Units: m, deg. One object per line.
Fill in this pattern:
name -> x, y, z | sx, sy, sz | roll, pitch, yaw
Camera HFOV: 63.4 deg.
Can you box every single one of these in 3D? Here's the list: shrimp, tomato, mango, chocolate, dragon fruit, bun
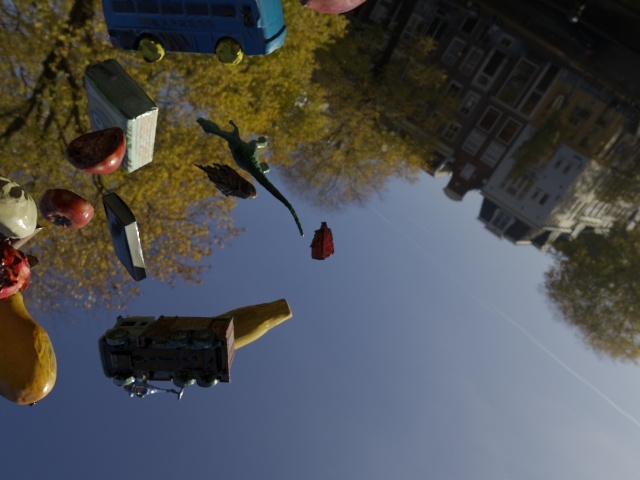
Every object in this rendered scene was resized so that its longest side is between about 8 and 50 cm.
shrimp -> -0.307, -0.192, 1.650 | 0.233, 0.090, 0.079 | 26, -156, -1
tomato -> -0.604, -0.229, 1.415 | 0.167, 0.082, 0.174 | -17, -136, -3
tomato -> -1.080, -0.117, 2.185 | 0.225, 0.225, 0.085 | 20, -130, -22
mango -> -0.863, 0.289, 1.436 | 0.187, 0.144, 0.359 | -30, -96, -40
chocolate -> -0.327, 0.331, 1.981 | 0.446, 0.162, 0.162 | -22, -134, -14
dragon fruit -> -0.003, 0.001, 1.851 | 0.063, 0.131, 0.097 | -5, -173, 29
bun -> -0.879, -0.108, 1.408 | 0.231, 0.231, 0.133 | 26, -113, -9
dragon fruit -> -0.752, 0.050, 1.183 | 0.153, 0.111, 0.153 | 12, -126, -16

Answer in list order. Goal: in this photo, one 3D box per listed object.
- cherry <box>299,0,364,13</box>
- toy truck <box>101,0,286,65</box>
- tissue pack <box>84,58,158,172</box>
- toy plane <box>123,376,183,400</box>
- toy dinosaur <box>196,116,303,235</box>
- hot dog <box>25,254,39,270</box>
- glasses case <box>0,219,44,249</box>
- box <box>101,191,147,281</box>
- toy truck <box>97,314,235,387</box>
cherry -> 0.054, -0.637, 1.190 | 0.206, 0.239, 0.239 | 7, -156, 5
toy truck -> -0.271, -0.487, 1.125 | 0.385, 0.162, 0.161 | 8, -140, 12
tissue pack -> -0.661, -0.404, 1.718 | 0.128, 0.311, 0.228 | -38, -98, -31
toy plane -> -0.443, 0.396, 1.371 | 0.062, 0.054, 0.167 | 12, 171, 45
toy dinosaur -> -0.143, -0.188, 1.309 | 0.383, 0.076, 0.129 | 42, -139, -13
hot dog -> -0.971, 0.093, 1.586 | 0.066, 0.047, 0.216 | 44, -142, 18
glasses case -> -1.094, -0.030, 1.841 | 0.102, 0.194, 0.070 | 54, -164, -10
box -> -0.429, -0.005, 1.140 | 0.036, 0.177, 0.115 | -26, -126, -31
toy truck -> -0.363, 0.256, 1.264 | 0.306, 0.136, 0.162 | 1, -160, 2
